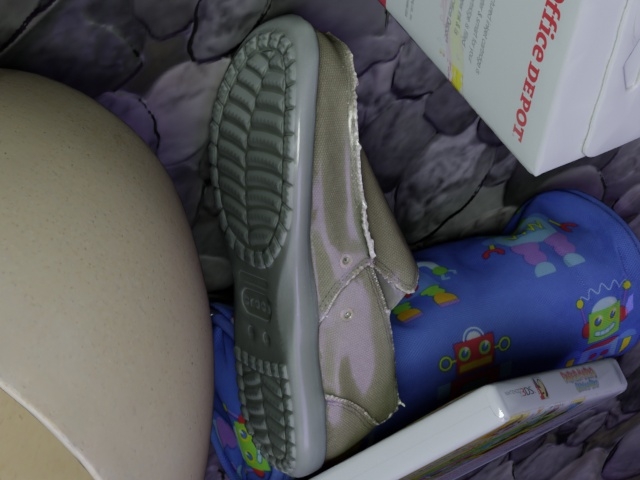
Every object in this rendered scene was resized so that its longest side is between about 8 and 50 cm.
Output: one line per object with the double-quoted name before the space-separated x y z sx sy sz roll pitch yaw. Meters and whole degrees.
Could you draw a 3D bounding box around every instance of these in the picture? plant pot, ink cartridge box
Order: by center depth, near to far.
"plant pot" -0.159 0.034 0.839 0.284 0.284 0.191 94 20 -50
"ink cartridge box" 0.116 -0.145 0.916 0.127 0.176 0.128 -20 144 -25

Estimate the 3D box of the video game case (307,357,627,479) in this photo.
"video game case" 0.050 0.133 1.104 0.227 0.026 0.206 -30 167 24

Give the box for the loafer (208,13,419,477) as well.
"loafer" 0.000 0.000 1.009 0.087 0.094 0.251 -13 114 -29

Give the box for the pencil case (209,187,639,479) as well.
"pencil case" 0.058 0.059 1.175 0.306 0.133 0.119 -18 122 -29
